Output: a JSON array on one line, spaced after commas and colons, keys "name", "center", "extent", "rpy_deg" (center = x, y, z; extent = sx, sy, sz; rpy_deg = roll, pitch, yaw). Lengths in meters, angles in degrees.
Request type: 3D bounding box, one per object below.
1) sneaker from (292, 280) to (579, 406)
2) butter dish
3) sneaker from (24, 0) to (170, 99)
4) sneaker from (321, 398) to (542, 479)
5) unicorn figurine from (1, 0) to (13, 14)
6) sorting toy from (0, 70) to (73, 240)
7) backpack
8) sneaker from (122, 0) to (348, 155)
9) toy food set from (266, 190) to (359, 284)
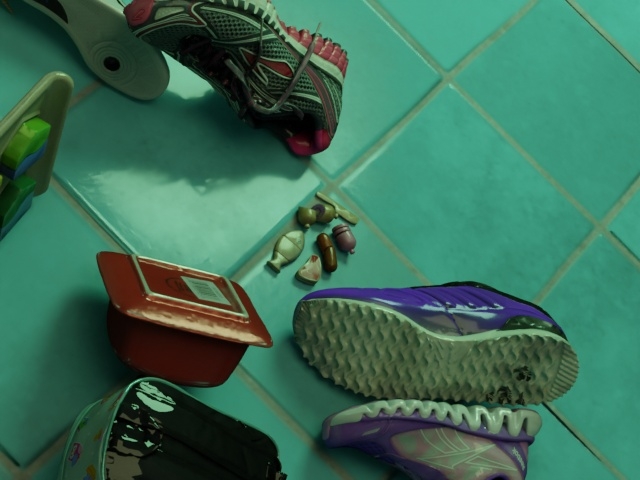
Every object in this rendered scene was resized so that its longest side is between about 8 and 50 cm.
[{"name": "sneaker", "center": [0.115, 0.093, 1.764], "extent": [0.293, 0.102, 0.146], "rpy_deg": [10, 26, -5]}, {"name": "butter dish", "center": [-0.144, 0.093, 1.611], "extent": [0.160, 0.118, 0.160], "rpy_deg": [14, 16, -21]}, {"name": "sneaker", "center": [-0.229, -0.254, 1.781], "extent": [0.217, 0.079, 0.121], "rpy_deg": [44, 31, -17]}, {"name": "sneaker", "center": [0.114, 0.215, 1.697], "extent": [0.236, 0.095, 0.104], "rpy_deg": [7, 78, -21]}, {"name": "unicorn figurine", "center": [-0.394, -0.287, 1.719], "extent": [0.111, 0.060, 0.162], "rpy_deg": [-35, 83, -37]}, {"name": "sorting toy", "center": [-0.302, -0.037, 1.542], "extent": [0.038, 0.193, 0.208], "rpy_deg": [36, 52, 7]}, {"name": "backpack", "center": [-0.145, 0.218, 1.506], "extent": [0.188, 0.144, 0.165], "rpy_deg": [39, 50, -34]}, {"name": "sneaker", "center": [-0.077, -0.183, 1.754], "extent": [0.299, 0.121, 0.112], "rpy_deg": [22, 65, -43]}, {"name": "toy food set", "center": [0.000, 0.000, 1.796], "extent": [0.078, 0.019, 0.122], "rpy_deg": [34, 52, -7]}]
